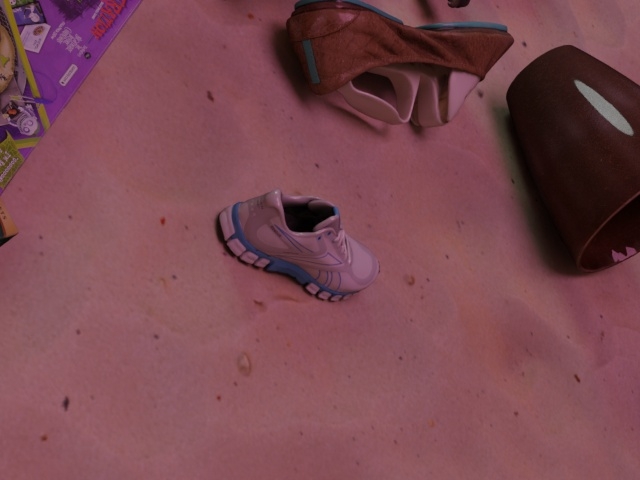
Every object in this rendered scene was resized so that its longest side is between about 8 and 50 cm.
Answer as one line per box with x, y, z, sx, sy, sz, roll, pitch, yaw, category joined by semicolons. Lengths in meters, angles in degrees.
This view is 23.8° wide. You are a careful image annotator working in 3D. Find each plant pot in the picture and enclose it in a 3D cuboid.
0.331;-0.117;1.829;0.215;0.215;0.230;-4;54;-52;plant pot

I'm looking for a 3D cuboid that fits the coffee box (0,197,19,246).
-0.311;-0.026;1.082;0.184;0.040;0.113;-20;79;-55;coffee box

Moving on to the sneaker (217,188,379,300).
0.000;0.000;1.413;0.190;0.083;0.071;20;49;-44;sneaker

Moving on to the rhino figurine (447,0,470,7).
0.145;-0.370;1.873;0.106;0.073;0.243;36;37;-38;rhino figurine

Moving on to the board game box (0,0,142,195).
-0.274;-0.179;1.185;0.208;0.056;0.347;39;36;-12;board game box

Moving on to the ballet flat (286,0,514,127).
0.095;-0.187;1.663;0.342;0.116;0.124;0;85;-51;ballet flat
